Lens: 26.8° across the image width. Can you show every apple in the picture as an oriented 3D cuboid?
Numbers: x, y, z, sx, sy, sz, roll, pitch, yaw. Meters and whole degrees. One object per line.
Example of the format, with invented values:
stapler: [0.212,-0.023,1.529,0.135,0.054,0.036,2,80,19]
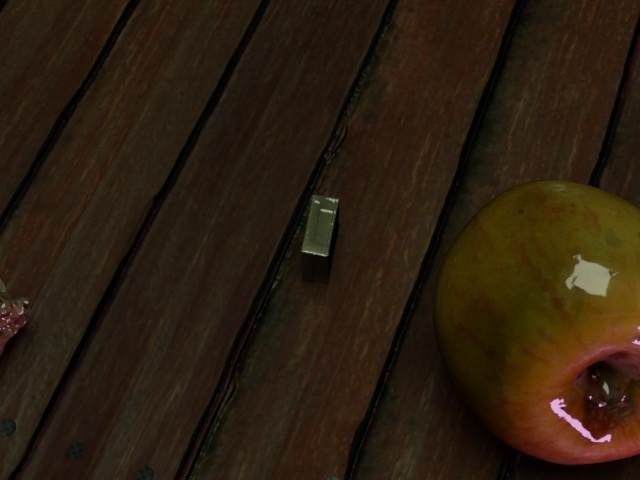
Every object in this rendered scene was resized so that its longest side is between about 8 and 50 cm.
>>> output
apple: [0.268,0.082,1.450,0.299,0.299,0.275,-7,26,-6]

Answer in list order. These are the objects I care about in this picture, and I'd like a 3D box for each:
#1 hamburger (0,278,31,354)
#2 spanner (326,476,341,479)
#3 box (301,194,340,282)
hamburger: [-0.473,0.085,1.497,0.286,0.146,0.243,-18,53,-6]
spanner: [0.080,0.367,1.406,0.071,0.017,0.302,-30,63,-20]
box: [0.000,0.000,1.601,0.035,0.083,0.079,9,65,5]
